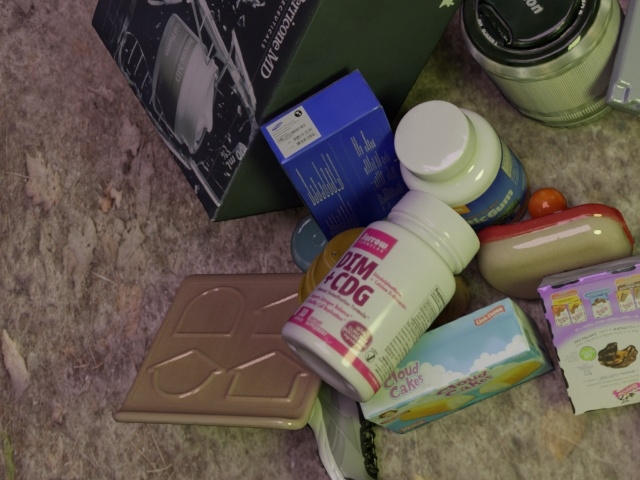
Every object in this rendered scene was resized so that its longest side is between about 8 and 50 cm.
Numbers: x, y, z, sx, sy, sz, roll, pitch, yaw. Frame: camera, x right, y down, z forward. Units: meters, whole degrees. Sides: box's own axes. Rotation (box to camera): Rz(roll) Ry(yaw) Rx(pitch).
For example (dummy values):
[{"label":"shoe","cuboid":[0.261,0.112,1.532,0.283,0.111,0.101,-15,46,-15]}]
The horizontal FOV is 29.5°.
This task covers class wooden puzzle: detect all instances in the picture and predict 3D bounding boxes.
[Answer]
[{"label":"wooden puzzle","cuboid":[-0.120,0.180,1.923,0.322,0.080,0.348,-1,39,24]}]

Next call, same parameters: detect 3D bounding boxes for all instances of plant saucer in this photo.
[{"label":"plant saucer","cuboid":[0.000,0.000,2.019,0.119,0.021,0.119,-7,73,22]}]

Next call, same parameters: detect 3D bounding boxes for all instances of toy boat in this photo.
[{"label":"toy boat","cuboid":[0.340,-0.012,1.806,0.231,0.151,0.151,-16,52,20]}]

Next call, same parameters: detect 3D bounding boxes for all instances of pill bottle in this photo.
[{"label":"pill bottle","cuboid":[0.208,-0.107,1.812,0.152,0.272,0.152,-7,72,23]},{"label":"pill bottle","cuboid":[0.090,0.075,1.727,0.160,0.160,0.283,32,74,29]}]

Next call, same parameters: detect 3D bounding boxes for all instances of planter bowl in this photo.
[{"label":"planter bowl","cuboid":[0.067,0.043,1.876,0.217,0.090,0.217,-5,40,4]}]

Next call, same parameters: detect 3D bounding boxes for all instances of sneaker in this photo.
[{"label":"sneaker","cuboid":[0.047,0.302,1.866,0.108,0.100,0.271,-30,64,8]}]

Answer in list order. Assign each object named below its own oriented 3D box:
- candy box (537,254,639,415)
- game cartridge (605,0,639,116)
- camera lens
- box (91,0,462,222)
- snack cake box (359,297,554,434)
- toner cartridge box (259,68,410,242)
[{"label":"candy box","cuboid":[0.415,0.132,1.717,0.165,0.070,0.196,-14,97,20]},{"label":"game cartridge","cuboid":[0.565,-0.245,1.737,0.294,0.060,0.196,17,84,-7]},{"label":"camera lens","cuboid":[0.343,-0.305,1.808,0.219,0.274,0.219,-7,72,23]},{"label":"box","cuboid":[-0.086,-0.370,1.896,0.472,0.297,0.480,55,138,26]},{"label":"snack cake box","cuboid":[0.195,0.190,1.798,0.264,0.152,0.089,-26,66,16]},{"label":"toner cartridge box","cuboid":[0.036,-0.112,1.835,0.165,0.348,0.075,-29,66,1]}]
